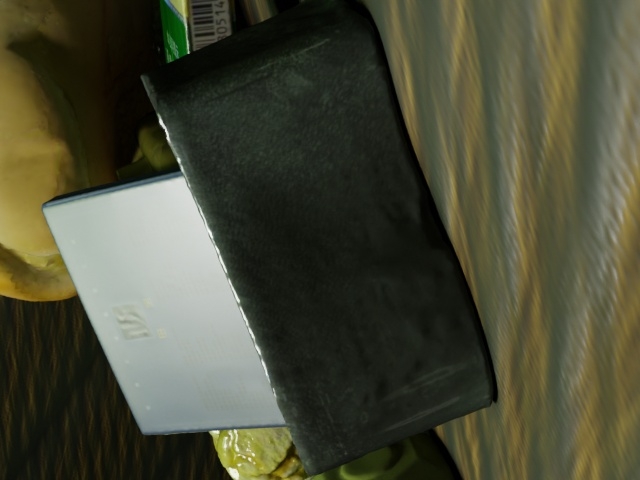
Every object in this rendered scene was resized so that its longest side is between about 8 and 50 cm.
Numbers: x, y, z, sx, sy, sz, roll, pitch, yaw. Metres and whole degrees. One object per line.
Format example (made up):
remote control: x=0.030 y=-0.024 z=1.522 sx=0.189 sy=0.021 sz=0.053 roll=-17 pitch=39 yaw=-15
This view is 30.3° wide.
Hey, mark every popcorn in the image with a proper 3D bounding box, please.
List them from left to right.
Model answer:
popcorn: x=-0.035 y=0.133 z=0.925 sx=0.121 sy=0.106 sz=0.116 roll=-98 pitch=-19 yaw=-50

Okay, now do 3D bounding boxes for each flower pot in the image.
flower pot: x=0.000 y=0.000 z=0.599 sx=0.103 sy=0.108 sz=0.229 roll=-128 pitch=18 yaw=-73

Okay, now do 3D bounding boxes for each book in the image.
book: x=-0.056 y=0.039 z=0.781 sx=0.269 sy=0.025 sz=0.191 roll=-10 pitch=108 yaw=38

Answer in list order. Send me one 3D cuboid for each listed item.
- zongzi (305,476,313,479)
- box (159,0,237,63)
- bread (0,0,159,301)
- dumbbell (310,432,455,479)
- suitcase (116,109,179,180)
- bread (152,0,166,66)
zongzi: x=-0.005 y=0.209 z=1.019 sx=0.099 sy=0.197 sz=0.194 roll=44 pitch=159 yaw=30
box: x=-0.080 y=-0.176 z=0.712 sx=0.132 sy=0.034 sz=0.235 roll=-122 pitch=27 yaw=-64
bread: x=-0.255 y=-0.107 z=0.964 sx=0.270 sy=0.211 sz=0.316 roll=-70 pitch=-24 yaw=-69
dumbbell: x=0.086 y=0.295 z=0.925 sx=0.121 sy=0.108 sz=0.302 roll=-124 pitch=12 yaw=-71
suitcase: x=-0.063 y=-0.018 z=0.909 sx=0.235 sy=0.143 sz=0.194 roll=-133 pitch=21 yaw=-72
bread: x=-0.121 y=-0.147 z=1.181 sx=0.269 sy=0.098 sz=0.087 roll=75 pitch=-179 yaw=-59
